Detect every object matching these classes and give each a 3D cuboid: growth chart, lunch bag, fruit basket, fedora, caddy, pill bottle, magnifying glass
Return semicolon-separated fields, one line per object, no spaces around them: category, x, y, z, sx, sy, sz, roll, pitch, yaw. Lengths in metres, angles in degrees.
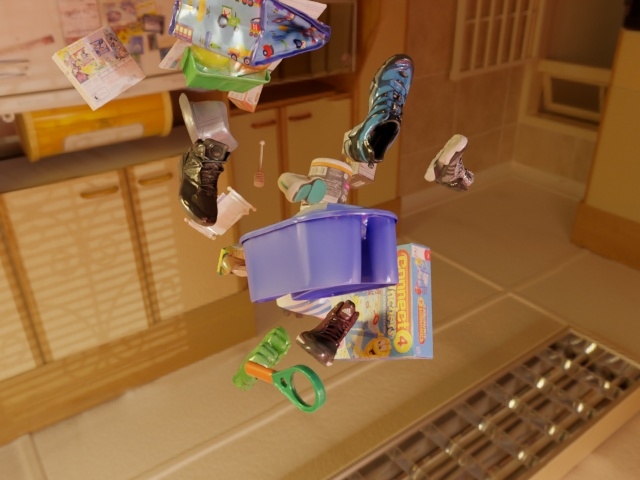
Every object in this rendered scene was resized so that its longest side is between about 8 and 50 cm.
growth chart;-0.390;-0.105;2.177;0.237;0.172;0.021;-36;-147;11
lunch bag;-0.130;-0.462;1.189;0.221;0.138;0.293;27;-153;21
fruit basket;-0.210;-0.539;1.474;0.327;0.353;0.165;-5;-113;-39
fedora;-0.316;-0.319;1.643;0.124;0.243;0.275;-19;175;-7
caddy;-0.005;0.017;1.104;0.341;0.179;0.241;-16;166;43
pill bottle;0.015;-0.155;2.105;0.162;0.278;0.162;13;172;2
magnifying glass;-0.075;0.280;1.130;0.231;0.092;0.026;4;-163;45

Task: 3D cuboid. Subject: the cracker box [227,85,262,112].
cracker box;-0.239;-0.577;1.954;0.067;0.232;0.156;20;-179;6

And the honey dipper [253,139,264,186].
honey dipper;-0.181;-0.235;1.689;0.031;0.030;0.160;-1;-117;0

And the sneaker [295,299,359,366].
sneaker;0.028;0.218;1.432;0.106;0.162;0.281;38;178;4

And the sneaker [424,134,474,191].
sneaker;0.480;-0.261;1.964;0.153;0.268;0.101;30;-114;-2

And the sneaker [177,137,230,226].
sneaker;-0.260;-0.145;1.278;0.087;0.130;0.227;16;-136;-35

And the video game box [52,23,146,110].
video game box;-0.669;-0.527;1.718;0.048;0.187;0.205;-5;-145;48

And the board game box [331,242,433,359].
board game box;0.166;0.183;1.602;0.086;0.308;0.302;15;159;-42

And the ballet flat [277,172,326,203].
ballet flat;-0.052;-0.148;1.534;0.086;0.086;0.248;7;-177;16

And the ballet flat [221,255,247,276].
ballet flat;-0.263;0.110;2.092;0.232;0.080;0.073;8;-145;-41

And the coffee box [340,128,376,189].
coffee box;0.165;-0.357;2.416;0.098;0.246;0.141;23;156;-32

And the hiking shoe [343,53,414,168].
hiking shoe;0.179;-0.330;1.454;0.113;0.304;0.132;18;-171;-33

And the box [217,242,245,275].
box;-0.345;0.070;2.238;0.043;0.105;0.179;25;-156;22

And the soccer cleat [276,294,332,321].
soccer cleat;0.022;0.199;1.871;0.331;0.143;0.116;12;-168;-16

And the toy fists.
toy fists;-0.179;0.381;1.856;0.096;0.142;0.279;38;-156;6
